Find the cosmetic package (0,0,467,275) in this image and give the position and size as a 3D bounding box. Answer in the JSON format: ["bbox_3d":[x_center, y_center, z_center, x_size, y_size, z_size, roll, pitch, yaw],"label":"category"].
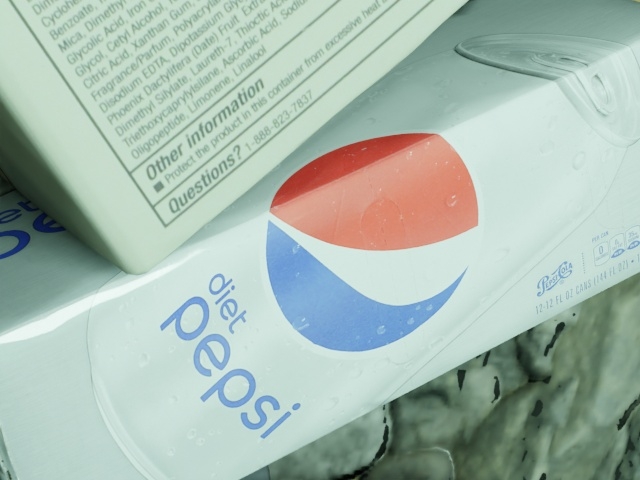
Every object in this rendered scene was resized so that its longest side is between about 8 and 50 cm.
[{"bbox_3d":[-0.092,-0.159,0.530,0.160,0.113,0.309,-40,124,-14],"label":"cosmetic package"}]

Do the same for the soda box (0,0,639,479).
[{"bbox_3d":[0.000,0.000,0.659,0.286,0.098,0.091,-25,119,-22],"label":"soda box"}]

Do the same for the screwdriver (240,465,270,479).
[{"bbox_3d":[-0.097,0.105,0.690,0.170,0.024,0.025,-14,144,-21],"label":"screwdriver"}]
